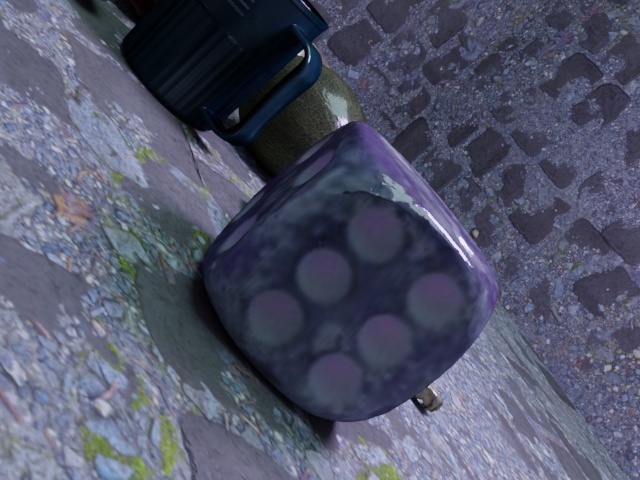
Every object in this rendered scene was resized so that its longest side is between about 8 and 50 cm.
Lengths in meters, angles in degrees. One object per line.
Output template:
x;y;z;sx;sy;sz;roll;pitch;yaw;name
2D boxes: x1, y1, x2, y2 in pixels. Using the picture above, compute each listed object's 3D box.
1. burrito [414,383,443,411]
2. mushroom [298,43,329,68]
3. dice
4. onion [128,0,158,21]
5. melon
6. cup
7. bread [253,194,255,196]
0.153;0.224;1.370;0.149;0.041;0.055;54;26;20;burrito
-0.111;-0.451;2.223;0.189;0.195;0.254;13;-18;46;mushroom
0.036;0.034;1.000;0.270;0.270;0.271;47;13;-13;dice
-0.285;-0.543;1.694;0.314;0.232;0.314;51;28;-41;onion
-0.040;-0.242;1.636;0.301;0.237;0.237;54;13;33;melon
-0.152;-0.345;1.431;0.308;0.292;0.242;49;12;-4;cup
-0.097;-0.046;1.333;0.049;0.034;0.088;60;12;-22;bread
